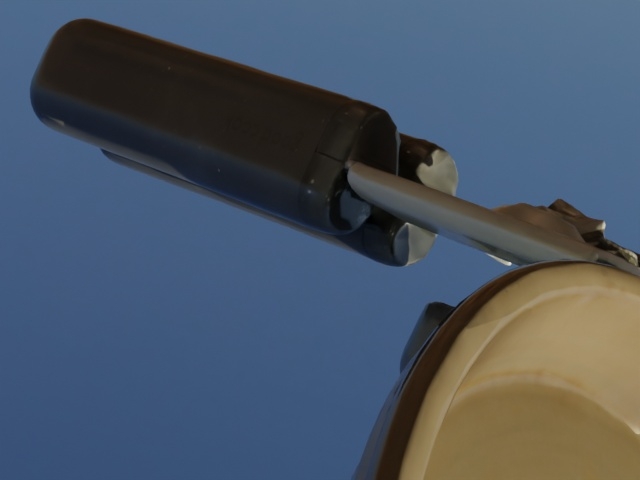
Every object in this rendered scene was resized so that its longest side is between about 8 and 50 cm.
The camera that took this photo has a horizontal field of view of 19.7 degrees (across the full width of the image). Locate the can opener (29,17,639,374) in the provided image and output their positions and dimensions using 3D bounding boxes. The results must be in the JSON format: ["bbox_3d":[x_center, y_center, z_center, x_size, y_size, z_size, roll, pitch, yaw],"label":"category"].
[{"bbox_3d":[0.000,0.000,0.629,0.283,0.095,0.076,21,175,40],"label":"can opener"}]

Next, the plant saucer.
[{"bbox_3d":[0.080,0.141,0.440,0.041,0.277,0.278,-20,180,33],"label":"plant saucer"}]
